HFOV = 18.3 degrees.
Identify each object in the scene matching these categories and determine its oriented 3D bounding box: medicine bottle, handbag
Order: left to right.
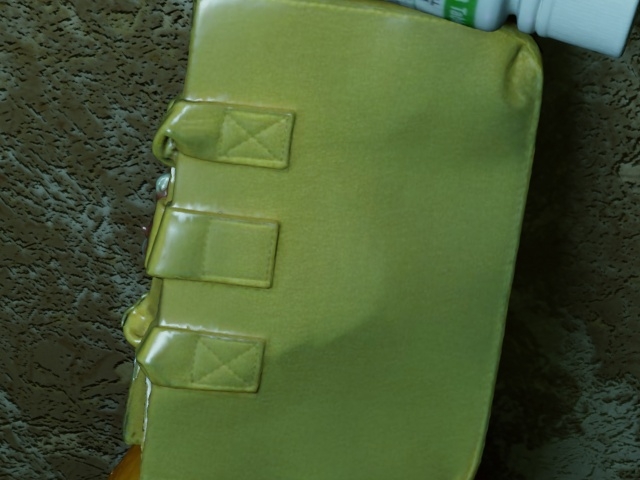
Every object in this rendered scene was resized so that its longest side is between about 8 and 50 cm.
[{"bbox_3d":[0.000,0.000,1.512,0.283,0.133,0.401,4,109,-15],"label":"handbag"},{"bbox_3d":[0.114,-0.214,1.374,0.237,0.139,0.139,20,133,7],"label":"medicine bottle"}]

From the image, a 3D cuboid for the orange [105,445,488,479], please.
[{"bbox_3d":[-0.026,0.329,1.738,0.424,0.424,0.326,29,156,-18],"label":"orange"}]
